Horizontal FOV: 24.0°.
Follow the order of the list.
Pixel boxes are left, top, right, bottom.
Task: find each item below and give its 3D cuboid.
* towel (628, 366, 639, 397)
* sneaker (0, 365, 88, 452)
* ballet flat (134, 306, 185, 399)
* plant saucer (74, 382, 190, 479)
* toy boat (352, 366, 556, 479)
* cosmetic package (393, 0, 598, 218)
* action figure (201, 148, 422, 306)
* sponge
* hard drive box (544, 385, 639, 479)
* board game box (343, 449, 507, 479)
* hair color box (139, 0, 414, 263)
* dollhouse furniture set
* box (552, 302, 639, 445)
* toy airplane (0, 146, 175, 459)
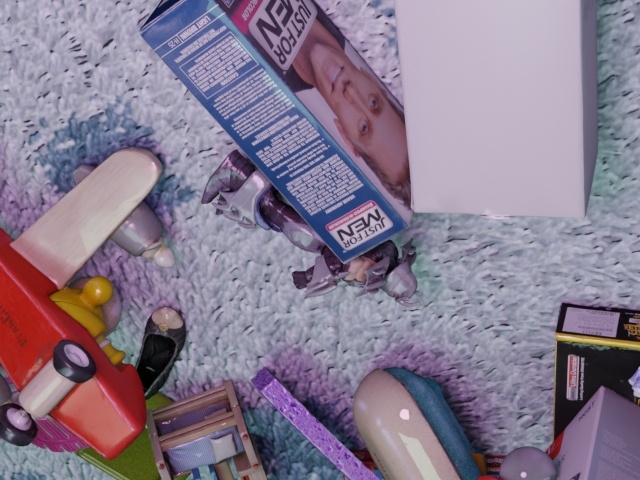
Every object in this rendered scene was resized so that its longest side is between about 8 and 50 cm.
[{"bbox_3d":[0.509,0.109,1.702,0.209,0.034,0.285,31,109,5],"label":"towel"},{"bbox_3d":[-0.406,0.223,2.117,0.252,0.111,0.103,5,146,14],"label":"sneaker"},{"bbox_3d":[-0.221,0.157,2.048,0.057,0.049,0.173,21,129,1],"label":"ballet flat"},{"bbox_3d":[-0.264,0.292,2.167,0.188,0.045,0.188,33,129,-7],"label":"plant saucer"},{"bbox_3d":[0.172,0.282,1.884,0.148,0.318,0.267,-31,106,-12],"label":"toy boat"},{"bbox_3d":[0.186,-0.212,1.566,0.196,0.155,0.366,4,127,15],"label":"cosmetic package"},{"bbox_3d":[0.000,0.000,1.790,0.285,0.185,0.099,32,103,13],"label":"action figure"},{"bbox_3d":[-0.005,0.255,1.996,0.031,0.117,0.210,-45,97,-5],"label":"sponge"},{"bbox_3d":[0.310,0.318,1.777,0.089,0.232,0.181,29,128,-3],"label":"hard drive box"},{"bbox_3d":[0.175,0.354,2.079,0.281,0.027,0.145,-1,126,19],"label":"board game box"},{"bbox_3d":[-0.027,-0.162,1.662,0.105,0.174,0.347,-29,113,32],"label":"hair color box"},{"bbox_3d":[-0.145,0.316,2.061,0.129,0.129,0.184,-19,121,-3],"label":"dollhouse furniture set"},{"bbox_3d":[0.419,0.234,1.876,0.257,0.079,0.322,5,127,13],"label":"box"},{"bbox_3d":[-0.368,0.073,1.931,0.386,0.272,0.385,2,89,28],"label":"toy airplane"}]
